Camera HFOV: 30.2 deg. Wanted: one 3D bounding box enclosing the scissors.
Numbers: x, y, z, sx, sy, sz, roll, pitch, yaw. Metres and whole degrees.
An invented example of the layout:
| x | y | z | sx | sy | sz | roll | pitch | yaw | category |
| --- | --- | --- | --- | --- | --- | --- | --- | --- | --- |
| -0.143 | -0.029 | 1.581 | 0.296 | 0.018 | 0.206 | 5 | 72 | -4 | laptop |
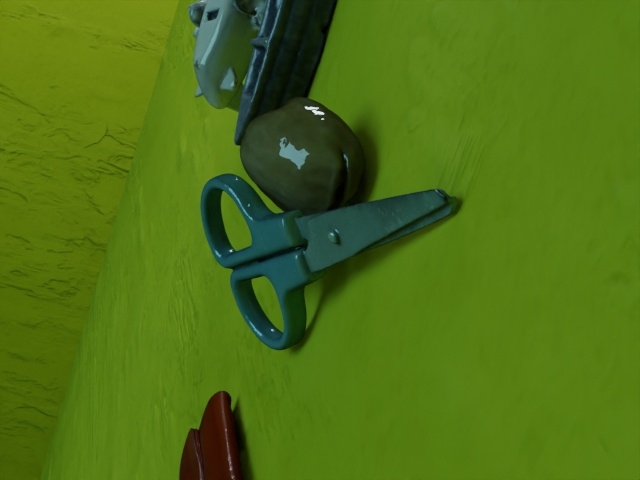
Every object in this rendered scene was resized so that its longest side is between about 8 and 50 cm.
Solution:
| x | y | z | sx | sy | sz | roll | pitch | yaw | category |
| --- | --- | --- | --- | --- | --- | --- | --- | --- | --- |
| 0.000 | 0.000 | 1.084 | 0.447 | 0.029 | 0.193 | -18 | 95 | 62 | scissors |

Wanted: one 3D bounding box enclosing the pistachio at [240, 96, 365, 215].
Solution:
| x | y | z | sx | sy | sz | roll | pitch | yaw | category |
| --- | --- | --- | --- | --- | --- | --- | --- | --- | --- |
| -0.016 | -0.080 | 1.182 | 0.185 | 0.108 | 0.126 | -164 | 77 | -67 | pistachio |

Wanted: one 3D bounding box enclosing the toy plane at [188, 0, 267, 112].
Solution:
| x | y | z | sx | sy | sz | roll | pitch | yaw | category |
| --- | --- | --- | --- | --- | --- | --- | --- | --- | --- |
| -0.124 | -0.314 | 1.785 | 0.244 | 0.117 | 0.245 | -34 | 46 | 44 | toy plane |

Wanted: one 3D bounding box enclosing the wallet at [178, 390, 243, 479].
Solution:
| x | y | z | sx | sy | sz | roll | pitch | yaw | category |
| --- | --- | --- | --- | --- | --- | --- | --- | --- | --- |
| -0.127 | 0.279 | 1.351 | 0.204 | 0.045 | 0.142 | -112 | 39 | -66 | wallet |

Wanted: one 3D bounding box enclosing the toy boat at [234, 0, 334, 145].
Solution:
| x | y | z | sx | sy | sz | roll | pitch | yaw | category |
| --- | --- | --- | --- | --- | --- | --- | --- | --- | --- |
| -0.046 | -0.251 | 1.498 | 0.127 | 0.078 | 0.283 | -145 | 70 | -73 | toy boat |
